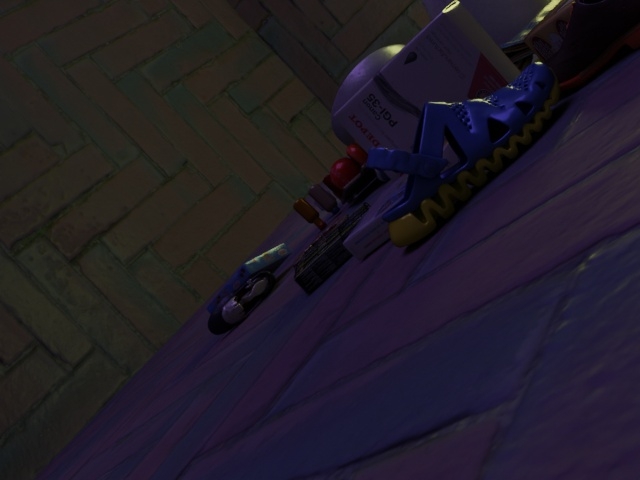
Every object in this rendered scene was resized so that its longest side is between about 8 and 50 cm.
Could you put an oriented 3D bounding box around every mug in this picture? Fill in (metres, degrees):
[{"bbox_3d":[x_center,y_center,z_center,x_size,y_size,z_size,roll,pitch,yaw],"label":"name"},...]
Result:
[{"bbox_3d":[0.453,-0.669,2.267,0.276,0.328,0.374,-48,7,-38],"label":"mug"}]

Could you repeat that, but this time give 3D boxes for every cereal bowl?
[{"bbox_3d":[0.202,-0.382,2.457,0.339,0.141,0.339,-28,-36,-23],"label":"cereal bowl"}]

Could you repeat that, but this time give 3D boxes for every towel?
[{"bbox_3d":[0.518,-0.479,1.648,0.370,0.040,0.271,-46,17,-29],"label":"towel"}]

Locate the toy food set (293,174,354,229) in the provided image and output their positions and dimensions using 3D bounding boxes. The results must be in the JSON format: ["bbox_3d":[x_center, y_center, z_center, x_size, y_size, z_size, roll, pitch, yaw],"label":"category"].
[{"bbox_3d":[0.040,-0.111,2.371,0.232,0.104,0.111,-20,-30,-55],"label":"toy food set"}]

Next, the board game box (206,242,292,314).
[{"bbox_3d":[-0.181,0.101,2.160,0.160,0.039,0.211,-29,-15,-47],"label":"board game box"}]

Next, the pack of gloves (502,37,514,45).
[{"bbox_3d":[0.506,-0.476,2.024,0.195,0.046,0.232,-31,10,9],"label":"pack of gloves"}]

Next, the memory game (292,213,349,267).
[{"bbox_3d":[0.000,0.000,2.066,0.186,0.012,0.186,-43,5,5],"label":"memory game"}]

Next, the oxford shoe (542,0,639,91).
[{"bbox_3d":[0.368,-0.285,1.144,0.097,0.098,0.271,-47,6,-32],"label":"oxford shoe"}]

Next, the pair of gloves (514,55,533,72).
[{"bbox_3d":[0.353,-0.310,1.756,0.240,0.042,0.204,-41,9,44],"label":"pair of gloves"}]

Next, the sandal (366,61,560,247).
[{"bbox_3d":[0.185,-0.138,1.153,0.317,0.138,0.126,-42,3,-4],"label":"sandal"}]

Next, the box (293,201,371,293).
[{"bbox_3d":[0.033,0.009,1.600,0.191,0.045,0.184,-42,8,4],"label":"box"}]

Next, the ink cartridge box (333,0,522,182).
[{"bbox_3d":[0.196,-0.246,1.515,0.283,0.207,0.117,-40,4,33],"label":"ink cartridge box"}]

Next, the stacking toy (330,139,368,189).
[{"bbox_3d":[0.148,-0.271,2.285,0.330,0.141,0.141,-50,5,1],"label":"stacking toy"}]

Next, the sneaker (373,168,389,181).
[{"bbox_3d":[0.200,-0.230,2.032,0.081,0.080,0.211,43,107,43],"label":"sneaker"}]

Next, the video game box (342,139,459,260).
[{"bbox_3d":[0.144,-0.074,1.411,0.187,0.048,0.205,-41,6,37],"label":"video game box"}]

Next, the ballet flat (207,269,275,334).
[{"bbox_3d":[-0.184,0.142,2.012,0.203,0.074,0.074,-43,5,-17],"label":"ballet flat"}]

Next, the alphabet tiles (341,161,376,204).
[{"bbox_3d":[0.181,-0.227,2.208,0.342,0.011,0.285,-43,-6,-8],"label":"alphabet tiles"}]

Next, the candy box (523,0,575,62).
[{"bbox_3d":[0.454,-0.376,1.275,0.183,0.087,0.316,-44,6,-13],"label":"candy box"}]
